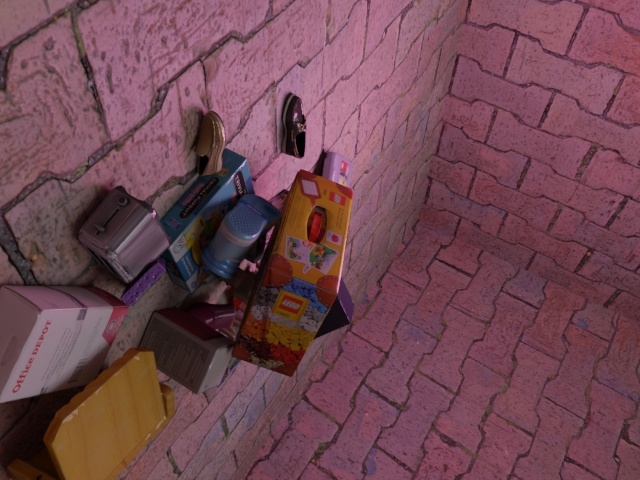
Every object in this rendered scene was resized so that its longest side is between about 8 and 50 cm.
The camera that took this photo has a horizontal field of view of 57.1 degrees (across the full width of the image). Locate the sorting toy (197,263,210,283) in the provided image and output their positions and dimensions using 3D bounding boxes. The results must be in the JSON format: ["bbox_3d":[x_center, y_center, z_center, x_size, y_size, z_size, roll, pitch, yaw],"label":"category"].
[{"bbox_3d":[-0.317,0.083,1.673,0.083,0.012,0.062,-38,150,-53],"label":"sorting toy"}]

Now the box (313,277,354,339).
[{"bbox_3d":[-0.049,0.265,2.266,0.313,0.178,0.343,-24,-177,7],"label":"box"}]

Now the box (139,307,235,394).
[{"bbox_3d":[-0.387,0.315,1.705,0.148,0.232,0.127,-65,163,8],"label":"box"}]

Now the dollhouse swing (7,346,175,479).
[{"bbox_3d":[-0.566,0.409,1.401,0.347,0.315,0.304,-45,133,-43],"label":"dollhouse swing"}]

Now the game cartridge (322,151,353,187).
[{"bbox_3d":[0.067,-0.238,2.368,0.294,0.060,0.196,1,101,-74],"label":"game cartridge"}]

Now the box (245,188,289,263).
[{"bbox_3d":[-0.177,-0.051,2.054,0.231,0.056,0.183,-42,152,-47],"label":"box"}]

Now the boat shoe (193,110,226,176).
[{"bbox_3d":[-0.286,-0.237,1.489,0.072,0.068,0.190,-33,148,-34],"label":"boat shoe"}]

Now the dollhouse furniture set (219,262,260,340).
[{"bbox_3d":[-0.279,0.181,2.051,0.262,0.135,0.259,-54,171,-26],"label":"dollhouse furniture set"}]

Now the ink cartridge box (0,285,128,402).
[{"bbox_3d":[-0.568,0.206,1.242,0.207,0.117,0.283,-63,163,3],"label":"ink cartridge box"}]

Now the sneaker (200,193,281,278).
[{"bbox_3d":[-0.233,-0.006,1.638,0.208,0.127,0.319,-53,177,22],"label":"sneaker"}]

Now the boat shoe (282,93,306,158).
[{"bbox_3d":[-0.075,-0.361,1.876,0.081,0.069,0.227,-49,158,-37],"label":"boat shoe"}]

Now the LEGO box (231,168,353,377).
[{"bbox_3d":[-0.075,0.084,1.759,0.500,0.193,0.372,-78,-168,-52],"label":"LEGO box"}]

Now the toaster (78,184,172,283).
[{"bbox_3d":[-0.432,-0.004,1.311,0.146,0.129,0.227,-52,163,-20],"label":"toaster"}]

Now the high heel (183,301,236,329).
[{"bbox_3d":[-0.418,0.345,1.944,0.181,0.127,0.377,-1,126,-36],"label":"high heel"}]

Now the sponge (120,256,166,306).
[{"bbox_3d":[-0.423,0.092,1.414,0.117,0.031,0.210,-47,-167,-7],"label":"sponge"}]

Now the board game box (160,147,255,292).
[{"bbox_3d":[-0.313,-0.052,1.643,0.336,0.079,0.253,-54,160,-25],"label":"board game box"}]

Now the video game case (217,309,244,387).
[{"bbox_3d":[-0.319,0.378,2.304,0.329,0.036,0.300,-50,158,-36],"label":"video game case"}]
